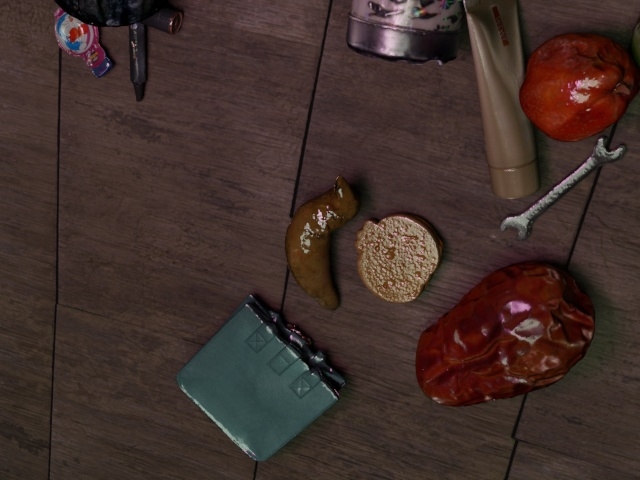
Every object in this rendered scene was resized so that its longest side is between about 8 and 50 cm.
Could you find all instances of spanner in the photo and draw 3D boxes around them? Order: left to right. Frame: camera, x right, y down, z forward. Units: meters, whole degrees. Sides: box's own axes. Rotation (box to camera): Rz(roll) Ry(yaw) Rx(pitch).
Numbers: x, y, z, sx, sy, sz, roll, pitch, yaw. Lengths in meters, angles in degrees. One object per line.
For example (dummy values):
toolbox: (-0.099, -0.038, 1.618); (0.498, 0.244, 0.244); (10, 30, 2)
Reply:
spanner: (0.409, -0.086, 1.563); (0.054, 0.015, 0.254); (46, 117, -2)

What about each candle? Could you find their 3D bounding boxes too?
candle: (0.150, -0.433, 1.412); (0.187, 0.187, 0.330); (15, 114, 12)

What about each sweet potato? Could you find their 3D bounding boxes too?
sweet potato: (-0.002, -0.003, 1.689); (0.124, 0.098, 0.310); (24, 126, 16)

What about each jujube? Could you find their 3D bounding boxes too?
jujube: (0.307, 0.174, 1.615); (0.216, 0.216, 0.342); (48, 129, -5)

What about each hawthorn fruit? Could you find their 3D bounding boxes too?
hawthorn fruit: (0.402, -0.236, 1.414); (0.179, 0.173, 0.173); (-15, 107, 37)

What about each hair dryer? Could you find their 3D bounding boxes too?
hair dryer: (-0.353, -0.358, 1.685); (0.173, 0.050, 0.194); (25, 120, 10)

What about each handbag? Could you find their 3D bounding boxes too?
handbag: (-0.118, 0.278, 1.845); (0.269, 0.100, 0.274); (42, 117, 2)

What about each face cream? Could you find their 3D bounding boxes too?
face cream: (0.296, -0.237, 1.487); (0.084, 0.137, 0.341); (12, 123, 46)

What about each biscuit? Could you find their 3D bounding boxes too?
biscuit: (0.138, 0.025, 1.680); (0.170, 0.050, 0.170); (5, 105, 20)

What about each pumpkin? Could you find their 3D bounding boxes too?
pumpkin: (-0.350, -0.463, 1.539); (0.233, 0.233, 0.163); (16, 140, 11)

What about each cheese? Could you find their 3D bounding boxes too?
cheese: (-0.443, -0.371, 1.707); (0.095, 0.038, 0.145); (-33, 98, 27)

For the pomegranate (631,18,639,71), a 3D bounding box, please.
pomegranate: (0.542, -0.321, 1.361); (0.152, 0.131, 0.191); (5, 105, 19)
